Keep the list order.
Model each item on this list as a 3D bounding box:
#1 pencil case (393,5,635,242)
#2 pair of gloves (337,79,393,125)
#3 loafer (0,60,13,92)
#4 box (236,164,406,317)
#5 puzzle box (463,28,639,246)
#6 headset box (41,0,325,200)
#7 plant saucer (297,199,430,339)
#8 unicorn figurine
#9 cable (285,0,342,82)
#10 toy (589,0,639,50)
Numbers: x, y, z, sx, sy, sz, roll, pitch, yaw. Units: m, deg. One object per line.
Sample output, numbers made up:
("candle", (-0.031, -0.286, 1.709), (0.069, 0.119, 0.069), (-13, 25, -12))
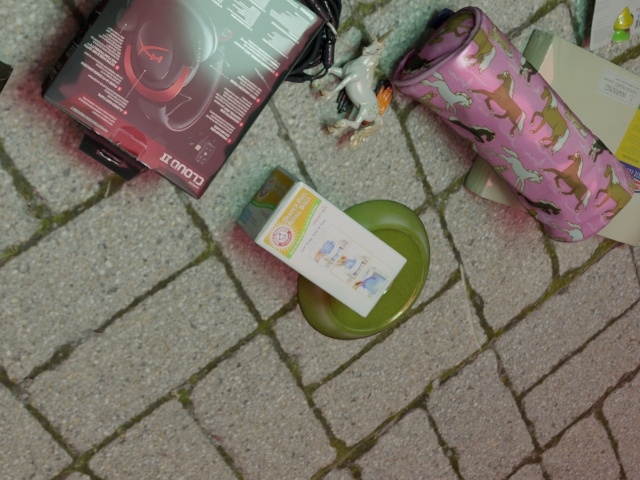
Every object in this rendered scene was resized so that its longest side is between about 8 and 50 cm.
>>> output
("pencil case", (0.282, -0.156, 1.390), (0.386, 0.167, 0.160), (40, 108, -22))
("pair of gloves", (0.064, -0.204, 1.380), (0.083, 0.010, 0.074), (21, 101, -36))
("loafer", (-0.415, -0.235, 1.039), (0.078, 0.080, 0.220), (-48, 134, -15))
("box", (0.000, 0.000, 1.352), (0.203, 0.114, 0.103), (36, 92, -25))
("puzzle box", (0.447, -0.156, 1.611), (0.409, 0.052, 0.272), (15, 104, -36))
("headset box", (-0.173, -0.207, 1.142), (0.218, 0.110, 0.293), (34, 93, -22))
("plant saucer", (0.079, 0.055, 1.501), (0.241, 0.037, 0.241), (-14, 120, -26))
("unicorn figurine", (0.049, -0.212, 1.334), (0.111, 0.060, 0.162), (-27, 134, -14))
("cable", (-0.052, -0.281, 1.247), (0.184, 0.047, 0.151), (6, 112, -32))
("toy", (0.463, -0.423, 1.486), (0.137, 0.056, 0.237), (-22, 128, -25))
